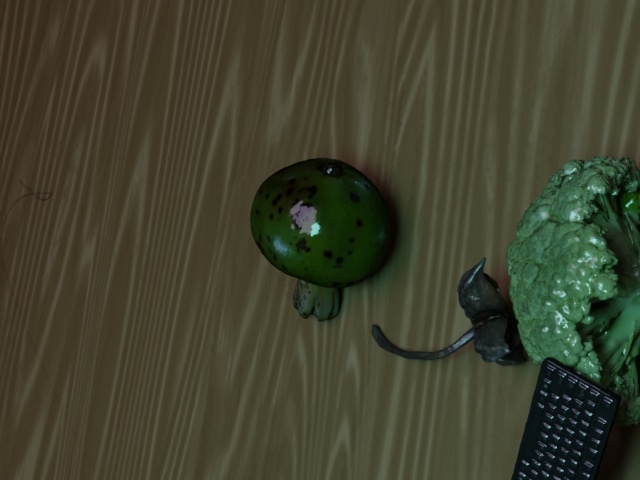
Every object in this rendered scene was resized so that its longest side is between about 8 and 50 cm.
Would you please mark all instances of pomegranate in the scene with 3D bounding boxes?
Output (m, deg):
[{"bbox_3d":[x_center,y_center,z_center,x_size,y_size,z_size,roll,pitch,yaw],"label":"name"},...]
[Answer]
[{"bbox_3d":[0.000,0.000,1.598,0.202,0.202,0.248,38,129,42],"label":"pomegranate"}]

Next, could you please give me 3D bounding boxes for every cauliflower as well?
[{"bbox_3d":[0.340,0.047,1.285,0.250,0.275,0.272,-3,36,4],"label":"cauliflower"}]

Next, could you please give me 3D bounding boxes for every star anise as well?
[{"bbox_3d":[0.145,0.113,1.454,0.227,0.148,0.218,-25,16,20],"label":"star anise"}]

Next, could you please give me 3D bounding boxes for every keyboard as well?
[{"bbox_3d":[0.258,0.273,1.253,0.101,0.018,0.310,30,128,32],"label":"keyboard"}]
